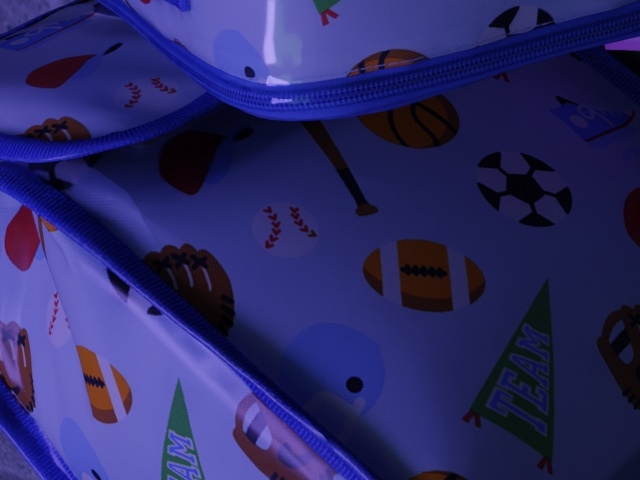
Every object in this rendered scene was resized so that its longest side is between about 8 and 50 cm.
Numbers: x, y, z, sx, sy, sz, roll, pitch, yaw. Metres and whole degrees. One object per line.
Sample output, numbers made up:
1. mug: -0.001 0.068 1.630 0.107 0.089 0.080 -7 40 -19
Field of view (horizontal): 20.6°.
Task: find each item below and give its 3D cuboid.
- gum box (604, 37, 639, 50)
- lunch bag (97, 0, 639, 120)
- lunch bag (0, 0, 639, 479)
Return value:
1. gum box: 0.216 -0.143 0.794 0.188 0.062 0.107 7 120 40
2. lunch bag: 0.012 -0.147 0.757 0.303 0.243 0.115 -142 36 -60
3. lunch bag: 0.000 0.000 0.882 0.385 0.328 0.239 43 139 18
